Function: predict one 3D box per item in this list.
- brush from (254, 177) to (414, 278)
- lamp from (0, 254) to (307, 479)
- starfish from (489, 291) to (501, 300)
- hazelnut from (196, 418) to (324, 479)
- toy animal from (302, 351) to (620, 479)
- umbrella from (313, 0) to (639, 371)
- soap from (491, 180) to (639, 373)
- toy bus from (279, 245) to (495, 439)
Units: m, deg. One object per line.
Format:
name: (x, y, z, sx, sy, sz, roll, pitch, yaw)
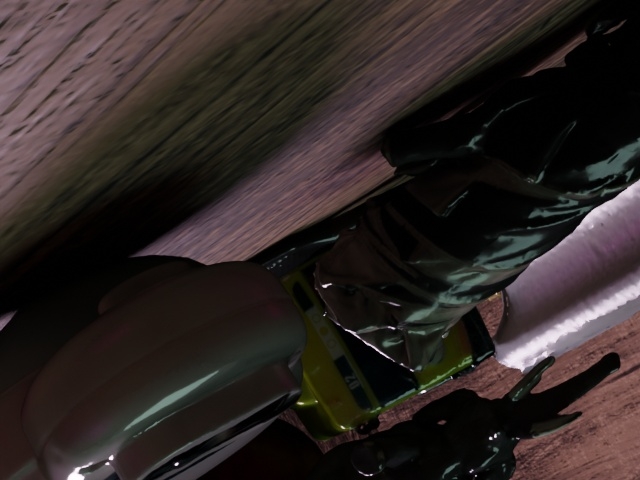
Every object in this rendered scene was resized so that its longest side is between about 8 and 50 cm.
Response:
brush: (0.000, 0.000, 1.030, 0.193, 0.016, 0.063, -31, 174, 20)
lamp: (-0.092, 0.064, 0.741, 0.179, 0.108, 0.246, -30, 173, -27)
starfish: (0.229, 0.019, 1.910, 0.324, 0.082, 0.432, -32, 176, 1)
hazelnut: (-0.105, 0.211, 1.288, 0.251, 0.217, 0.217, -6, -176, 27)
toy animal: (0.073, 0.154, 1.123, 0.269, 0.082, 0.137, -33, 176, 31)
umbrella: (0.138, -0.071, 0.829, 0.358, 0.106, 0.113, -40, 178, 27)
soap: (0.298, -0.034, 1.463, 0.258, 0.159, 0.302, -26, 175, -40)
toy bus: (0.031, 0.069, 1.208, 0.150, 0.128, 0.262, -28, 174, -7)
